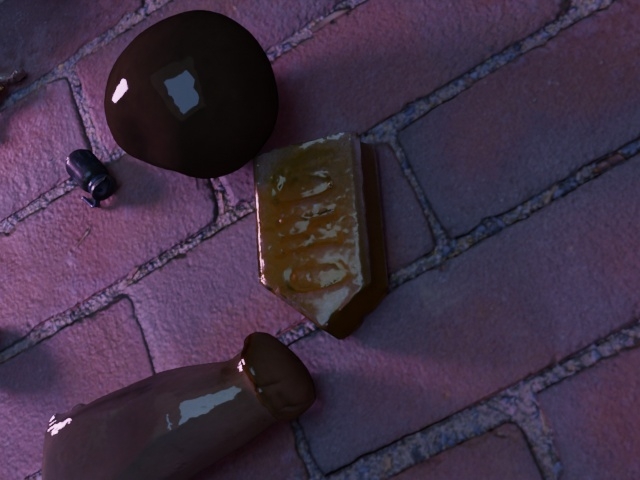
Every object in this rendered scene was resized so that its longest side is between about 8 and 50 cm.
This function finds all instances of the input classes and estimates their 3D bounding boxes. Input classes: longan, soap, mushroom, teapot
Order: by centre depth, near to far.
[{"bbox_3d":[-0.201,0.245,1.450,0.407,0.137,0.154,-30,52,12],"label":"mushroom"},{"bbox_3d":[0.000,0.000,1.457,0.160,0.080,0.258,-14,68,23],"label":"soap"},{"bbox_3d":[-0.170,-0.192,1.524,0.246,0.215,0.246,-31,46,39],"label":"longan"},{"bbox_3d":[-0.349,-0.093,1.676,0.063,0.049,0.083,-47,61,6],"label":"teapot"}]

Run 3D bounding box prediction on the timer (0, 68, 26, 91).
[{"bbox_3d":[-0.620,-0.293,1.839,0.266,0.175,0.175,37,92,12],"label":"timer"}]
